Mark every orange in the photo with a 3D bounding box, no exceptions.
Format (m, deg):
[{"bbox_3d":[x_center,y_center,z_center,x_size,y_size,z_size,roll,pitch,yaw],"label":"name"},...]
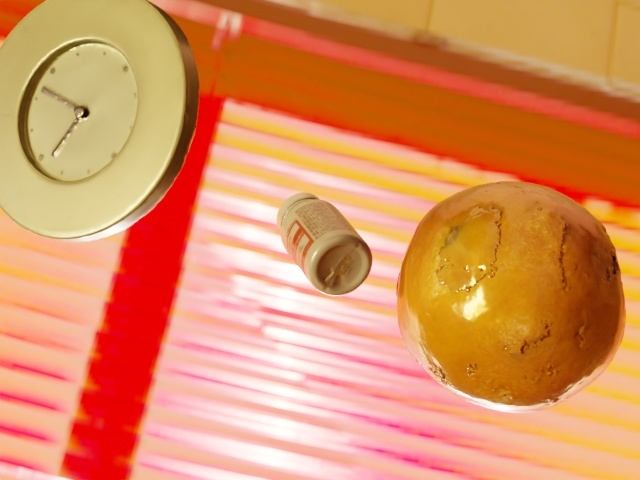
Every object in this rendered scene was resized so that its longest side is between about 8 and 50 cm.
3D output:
[{"bbox_3d":[0.198,0.059,1.482,0.246,0.246,0.246,9,-31,5],"label":"orange"}]

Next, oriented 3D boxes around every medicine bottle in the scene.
[{"bbox_3d":[0.000,0.000,1.638,0.079,0.140,0.079,-10,-60,-18],"label":"medicine bottle"}]

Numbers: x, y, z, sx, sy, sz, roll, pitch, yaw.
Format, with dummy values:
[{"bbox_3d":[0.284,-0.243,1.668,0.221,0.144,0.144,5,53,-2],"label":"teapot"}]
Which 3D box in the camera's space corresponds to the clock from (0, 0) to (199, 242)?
[{"bbox_3d":[-0.212,-0.114,1.273,0.235,0.235,0.029,-6,-13,27],"label":"clock"}]
